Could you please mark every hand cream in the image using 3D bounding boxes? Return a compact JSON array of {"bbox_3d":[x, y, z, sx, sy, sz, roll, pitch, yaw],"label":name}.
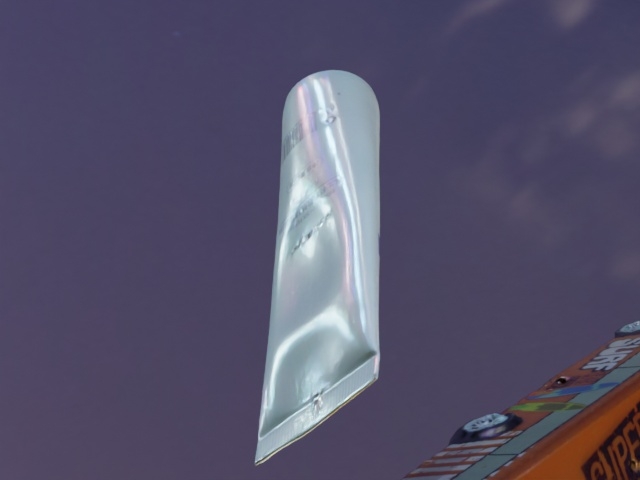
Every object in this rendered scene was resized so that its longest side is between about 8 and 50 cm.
[{"bbox_3d":[0.000,0.000,1.111,0.109,0.067,0.321,-38,-151,31],"label":"hand cream"}]

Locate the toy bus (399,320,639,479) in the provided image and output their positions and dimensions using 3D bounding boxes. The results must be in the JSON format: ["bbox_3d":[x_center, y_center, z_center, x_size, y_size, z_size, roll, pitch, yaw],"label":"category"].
[{"bbox_3d":[0.186,0.130,1.107,0.092,0.409,0.093,-10,-80,41],"label":"toy bus"}]
